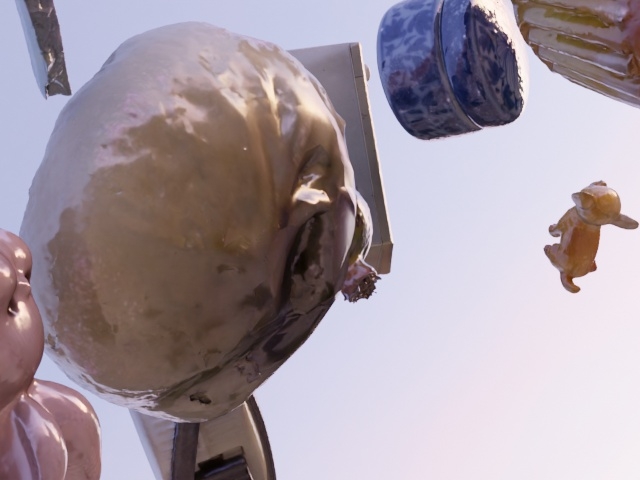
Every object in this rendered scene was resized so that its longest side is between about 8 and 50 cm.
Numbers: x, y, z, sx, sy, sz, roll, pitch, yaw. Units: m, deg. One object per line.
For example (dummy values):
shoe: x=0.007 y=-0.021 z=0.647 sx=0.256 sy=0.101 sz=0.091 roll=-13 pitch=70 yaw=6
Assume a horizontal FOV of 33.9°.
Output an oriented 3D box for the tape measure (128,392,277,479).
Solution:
tape measure: x=-0.113 y=0.170 z=1.014 sx=0.133 sy=0.271 sz=0.231 roll=-18 pitch=-21 yaw=-10

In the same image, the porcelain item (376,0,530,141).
porcelain item: x=0.136 y=-0.177 z=1.033 sx=0.114 sy=0.147 sz=0.147 roll=-11 pitch=-13 yaw=33

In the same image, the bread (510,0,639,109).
bread: x=0.220 y=-0.210 z=0.581 sx=0.204 sy=0.156 sz=0.288 roll=-3 pitch=-72 yaw=-25

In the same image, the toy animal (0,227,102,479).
toy animal: x=-0.175 y=0.040 z=0.512 sx=0.124 sy=0.212 sz=0.124 roll=-48 pitch=12 yaw=14

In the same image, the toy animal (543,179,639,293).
toy animal: x=0.217 y=-0.006 z=0.850 sx=0.083 sy=0.060 sz=0.081 roll=120 pitch=170 yaw=-61

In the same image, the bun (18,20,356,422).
bun: x=-0.072 y=-0.010 z=0.684 sx=0.273 sy=0.168 sz=0.273 roll=13 pitch=-90 yaw=-67

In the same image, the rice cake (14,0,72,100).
rice cake: x=-0.248 y=-0.185 z=0.938 sx=0.030 sy=0.042 sz=0.180 roll=-30 pitch=-21 yaw=-19

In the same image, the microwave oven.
microwave oven: x=-0.024 y=-0.078 z=1.189 sx=0.193 sy=0.241 sz=0.145 roll=-9 pitch=-17 yaw=1

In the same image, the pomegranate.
pomegranate: x=-0.003 y=-0.007 z=0.962 sx=0.130 sy=0.130 sz=0.130 roll=-29 pitch=-30 yaw=-19
